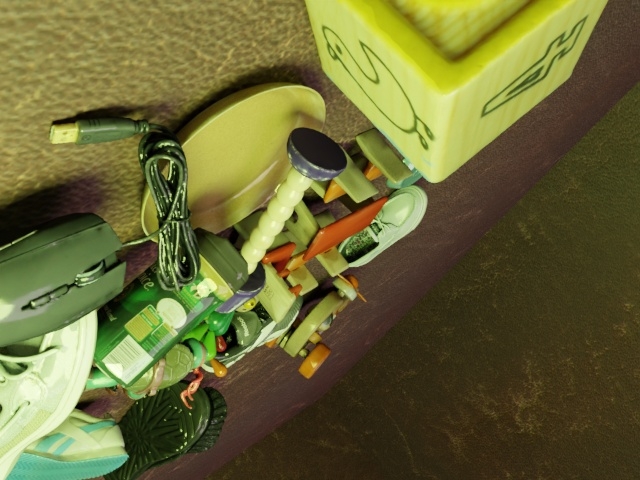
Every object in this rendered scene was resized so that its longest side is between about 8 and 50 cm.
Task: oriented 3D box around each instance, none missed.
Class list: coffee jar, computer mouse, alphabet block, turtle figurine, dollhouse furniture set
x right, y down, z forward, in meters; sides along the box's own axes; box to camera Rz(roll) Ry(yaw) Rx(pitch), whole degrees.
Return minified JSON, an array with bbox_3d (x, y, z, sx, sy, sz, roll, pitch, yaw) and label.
[{"bbox_3d":[-0.165,0.065,0.692,0.184,0.079,0.096,-42,-161,-13],"label":"coffee jar"},{"bbox_3d":[-0.214,-0.001,0.516,0.262,0.060,0.184,-13,124,-29],"label":"computer mouse"},{"bbox_3d":[0.115,-0.200,0.573,0.193,0.192,0.197,-41,163,-4],"label":"alphabet block"},{"bbox_3d":[-0.227,0.138,0.803,0.234,0.118,0.175,4,105,-45],"label":"turtle figurine"},{"bbox_3d":[0.000,0.000,0.948,0.259,0.135,0.262,-28,160,-36],"label":"dollhouse furniture set"}]

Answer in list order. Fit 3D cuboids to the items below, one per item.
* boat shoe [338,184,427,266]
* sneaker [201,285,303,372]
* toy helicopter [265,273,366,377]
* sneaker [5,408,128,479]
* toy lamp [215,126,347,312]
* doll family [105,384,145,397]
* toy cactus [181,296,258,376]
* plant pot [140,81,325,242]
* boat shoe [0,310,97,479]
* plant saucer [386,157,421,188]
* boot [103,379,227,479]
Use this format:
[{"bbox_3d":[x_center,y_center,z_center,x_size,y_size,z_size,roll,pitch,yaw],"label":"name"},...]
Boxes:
[{"bbox_3d":[0.117,-0.020,1.264,0.227,0.079,0.081,-45,168,30],"label":"boat shoe"},{"bbox_3d":[-0.129,0.160,1.196,0.234,0.078,0.106,-34,166,-12],"label":"sneaker"},{"bbox_3d":[0.024,0.150,1.502,0.235,0.140,0.355,-56,170,20],"label":"toy helicopter"},{"bbox_3d":[-0.406,0.308,0.969,0.087,0.092,0.229,-44,144,22],"label":"sneaker"},{"bbox_3d":[-0.068,-0.011,0.765,0.080,0.080,0.274,-20,153,-50],"label":"toy lamp"},{"bbox_3d":[-0.278,0.202,0.987,0.111,0.076,0.193,-39,168,-20],"label":"doll family"},{"bbox_3d":[-0.144,0.116,1.035,0.180,0.112,0.219,-39,159,-40],"label":"toy cactus"},{"bbox_3d":[-0.096,-0.085,0.693,0.236,0.032,0.236,-36,163,-13],"label":"plant pot"},{"bbox_3d":[-0.331,0.154,0.632,0.320,0.118,0.103,-48,150,18],"label":"boat shoe"},{"bbox_3d":[0.175,-0.134,1.192,0.119,0.021,0.119,-36,163,-13],"label":"plant saucer"},{"bbox_3d":[-0.272,0.368,1.328,0.348,0.131,0.260,-37,161,32],"label":"boot"}]
